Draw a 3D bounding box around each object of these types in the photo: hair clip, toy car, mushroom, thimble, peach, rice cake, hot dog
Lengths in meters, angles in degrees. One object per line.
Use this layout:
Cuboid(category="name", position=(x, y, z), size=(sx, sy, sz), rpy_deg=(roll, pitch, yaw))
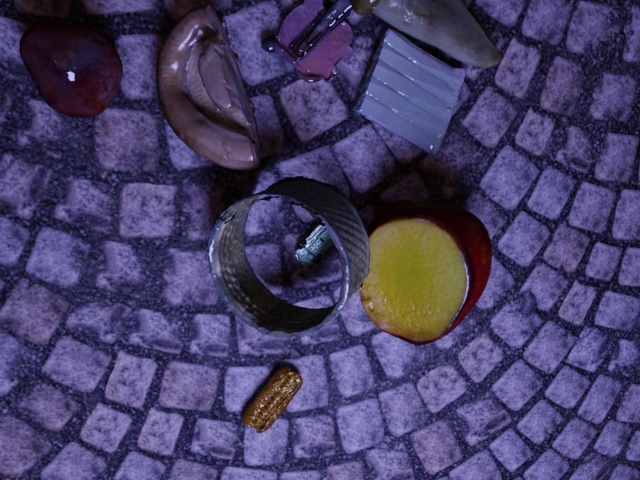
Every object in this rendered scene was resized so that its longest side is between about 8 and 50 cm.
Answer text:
Cuboid(category="hair clip", position=(0.000, -0.387, 0.813), size=(0.146, 0.056, 0.187), rpy_deg=(40, 101, -16))
Cuboid(category="toy car", position=(0.000, 0.000, 0.895), size=(0.059, 0.035, 0.122), rpy_deg=(42, 100, -15))
Cuboid(category="mushroom", position=(-0.205, -0.246, 0.757), size=(0.151, 0.156, 0.285), rpy_deg=(-16, 92, 6))
Cuboid(category="thimble", position=(-0.055, 0.026, 0.778), size=(0.271, 0.150, 0.270), rpy_deg=(5, 107, 18))
Cuboid(category="peach", position=(0.206, 0.062, 0.840), size=(0.245, 0.248, 0.274), rpy_deg=(4, 106, -33))
Cuboid(category="rice cake", position=(0.179, -0.288, 0.855), size=(0.198, 0.037, 0.189), rpy_deg=(16, 103, -18))
Cuboid(category="hot dog", position=(-0.101, 0.344, 0.942), size=(0.071, 0.045, 0.165), rpy_deg=(37, 94, -13))
Cuboid(category="mushroom", position=(0.203, -0.417, 0.796), size=(0.333, 0.087, 0.107), rpy_deg=(12, 108, -23))
Cuboid(category="peach", position=(-0.410, -0.282, 0.705), size=(0.152, 0.152, 0.152), rpy_deg=(-2, 102, -10))

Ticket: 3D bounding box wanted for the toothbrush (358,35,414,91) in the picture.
Cuboid(category="toothbrush", position=(0.167, -0.386, 0.853), size=(0.018, 0.024, 0.257), rpy_deg=(44, 93, -15))
